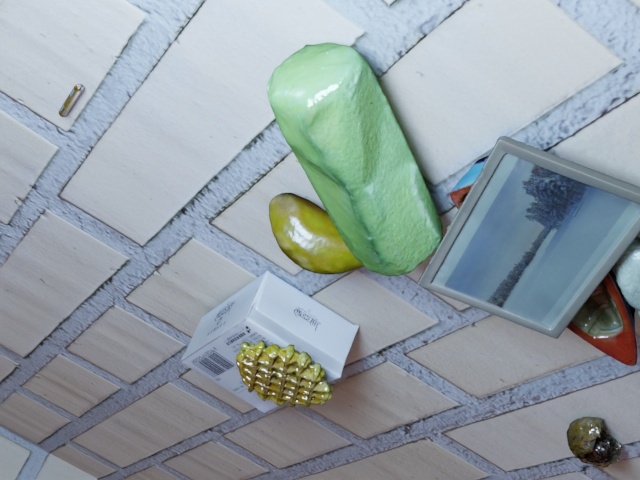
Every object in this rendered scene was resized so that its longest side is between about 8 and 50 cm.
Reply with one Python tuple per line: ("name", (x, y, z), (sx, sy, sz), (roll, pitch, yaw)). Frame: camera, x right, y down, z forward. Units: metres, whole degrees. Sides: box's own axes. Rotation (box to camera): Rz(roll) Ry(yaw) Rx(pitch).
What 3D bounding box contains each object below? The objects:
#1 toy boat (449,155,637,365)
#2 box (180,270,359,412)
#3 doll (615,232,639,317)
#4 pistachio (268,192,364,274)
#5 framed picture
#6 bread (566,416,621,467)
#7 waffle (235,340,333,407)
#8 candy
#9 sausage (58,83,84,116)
("toy boat", (0.328, 0.032, 1.307), (0.136, 0.079, 0.392), (-21, 127, 43))
("box", (-0.097, 0.190, 1.742), (0.203, 0.116, 0.274), (34, 144, -16))
("doll", (0.443, 0.044, 1.260), (0.103, 0.072, 0.214), (-1, 134, 29))
("pistachio", (0.001, 0.002, 1.432), (0.189, 0.110, 0.100), (26, 122, -8))
("framed picture", (0.272, 0.006, 1.238), (0.213, 0.016, 0.289), (21, 137, -2))
("bread", (0.479, 0.361, 1.703), (0.082, 0.060, 0.113), (-14, 134, 39))
("waffle", (-0.065, 0.234, 1.647), (0.191, 0.038, 0.191), (13, 144, 10))
("candy", (0.049, -0.098, 1.255), (0.142, 0.132, 0.344), (51, 173, 49))
("sausage", (-0.372, -0.208, 1.431), (0.015, 0.015, 0.100), (33, 145, -16))
